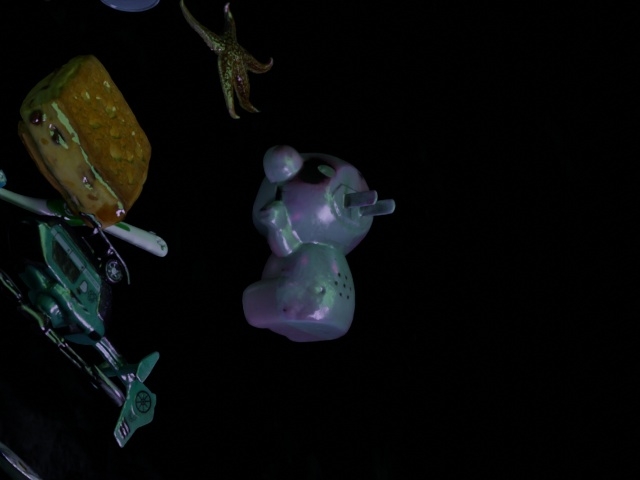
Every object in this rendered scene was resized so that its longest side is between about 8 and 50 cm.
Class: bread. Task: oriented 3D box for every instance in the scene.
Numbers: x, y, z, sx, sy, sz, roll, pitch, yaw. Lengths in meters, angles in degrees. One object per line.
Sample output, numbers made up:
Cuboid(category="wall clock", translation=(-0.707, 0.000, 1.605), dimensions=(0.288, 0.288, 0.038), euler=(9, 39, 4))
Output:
Cuboid(category="bread", translation=(-0.328, -0.137, 2.030), dimensions=(0.210, 0.099, 0.235), euler=(59, 19, -21))

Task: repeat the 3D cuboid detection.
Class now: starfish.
Cuboid(category="starfish", translation=(-0.156, -0.310, 2.453), dimensions=(0.238, 0.057, 0.213), euler=(50, 32, -36))

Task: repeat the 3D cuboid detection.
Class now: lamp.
Cuboid(category="lamp", translation=(0.000, 0.000, 2.390), dimensions=(0.247, 0.247, 0.301), euler=(23, 65, -49))

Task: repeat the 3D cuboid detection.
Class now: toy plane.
Cuboid(category="toy plane", translation=(-0.325, 0.097, 1.966), dimensions=(0.382, 0.106, 0.155), euler=(59, 44, -26))

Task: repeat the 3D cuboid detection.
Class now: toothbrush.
Cuboid(category="toothbrush", translation=(-0.349, -0.036, 2.049), dimensions=(0.418, 0.040, 0.042), euler=(27, 38, -55))

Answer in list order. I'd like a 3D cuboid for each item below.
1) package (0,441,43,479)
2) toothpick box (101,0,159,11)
Cuboid(category="package", translation=(-0.367, 0.276, 1.771), dimensions=(0.027, 0.171, 0.173), euler=(-43, 119, -14))
Cuboid(category="toothpick box", translation=(-0.290, -0.443, 2.255), dimensions=(0.101, 0.101, 0.153), euler=(31, 53, -48))
